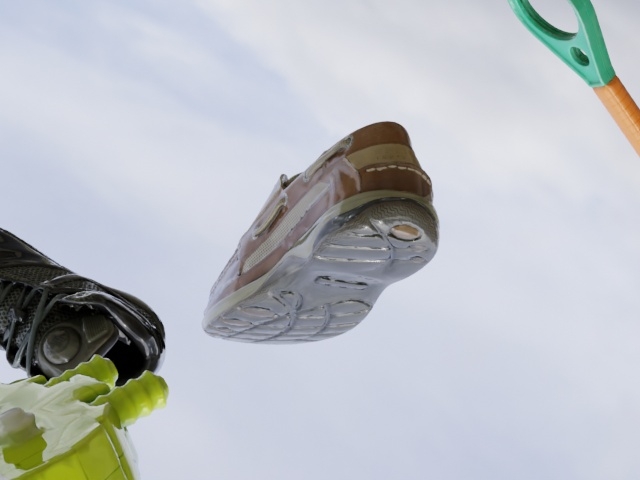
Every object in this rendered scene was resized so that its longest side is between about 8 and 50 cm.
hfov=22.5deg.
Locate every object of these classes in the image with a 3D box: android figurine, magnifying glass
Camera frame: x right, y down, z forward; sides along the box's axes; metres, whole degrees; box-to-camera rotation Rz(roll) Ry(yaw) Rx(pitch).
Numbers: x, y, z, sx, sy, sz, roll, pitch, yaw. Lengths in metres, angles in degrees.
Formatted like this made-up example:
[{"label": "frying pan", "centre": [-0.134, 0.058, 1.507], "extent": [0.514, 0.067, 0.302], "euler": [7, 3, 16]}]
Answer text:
[{"label": "android figurine", "centre": [-0.195, 0.127, 0.728], "extent": [0.273, 0.056, 0.248], "euler": [-28, -163, -23]}, {"label": "magnifying glass", "centre": [0.244, -0.164, 1.469], "extent": [0.231, 0.026, 0.092], "euler": [50, 161, -18]}]

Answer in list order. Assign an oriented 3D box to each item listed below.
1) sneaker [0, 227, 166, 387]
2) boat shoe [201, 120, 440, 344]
[{"label": "sneaker", "centre": [-0.213, 0.046, 1.127], "extent": [0.227, 0.087, 0.130], "euler": [25, 180, -10]}, {"label": "boat shoe", "centre": [0.000, 0.000, 1.394], "extent": [0.122, 0.324, 0.120], "euler": [13, -118, -28]}]
